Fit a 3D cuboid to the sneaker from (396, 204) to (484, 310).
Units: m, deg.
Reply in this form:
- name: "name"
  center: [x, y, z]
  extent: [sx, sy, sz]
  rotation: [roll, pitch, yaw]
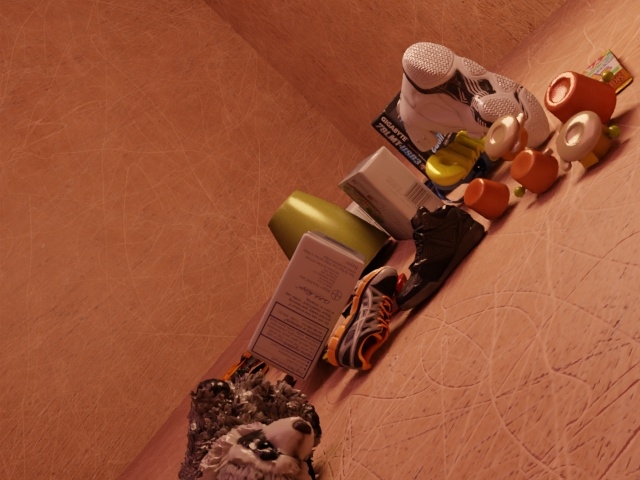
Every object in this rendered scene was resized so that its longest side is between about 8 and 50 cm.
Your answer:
- name: "sneaker"
  center: [0.196, 0.021, 1.236]
  extent: [0.227, 0.130, 0.087]
  rotation: [-50, 4, -5]

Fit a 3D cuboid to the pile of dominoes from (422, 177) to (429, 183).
- name: "pile of dominoes"
  center: [0.393, -0.243, 2.162]
  extent: [0.196, 0.040, 0.251]
  rotation: [-45, 6, 23]

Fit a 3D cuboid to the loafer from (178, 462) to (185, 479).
- name: "loafer"
  center: [-0.231, 0.464, 1.482]
  extent: [0.268, 0.102, 0.092]
  rotation: [-45, 11, 25]

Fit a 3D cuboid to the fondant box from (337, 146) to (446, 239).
- name: "fondant box"
  center: [0.186, -0.115, 1.741]
  extent: [0.096, 0.238, 0.330]
  rotation: [-48, 5, -7]

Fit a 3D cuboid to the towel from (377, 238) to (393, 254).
- name: "towel"
  center: [0.190, 0.021, 1.958]
  extent: [0.060, 0.009, 0.083]
  rotation: [-48, 4, -7]

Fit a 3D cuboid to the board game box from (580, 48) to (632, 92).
- name: "board game box"
  center: [0.570, -0.322, 1.346]
  extent: [0.124, 0.039, 0.259]
  rotation: [-45, 8, 29]

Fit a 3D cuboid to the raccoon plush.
- name: "raccoon plush"
  center: [-0.113, 0.410, 0.926]
  extent: [0.299, 0.216, 0.446]
  rotation: [-99, 22, -67]

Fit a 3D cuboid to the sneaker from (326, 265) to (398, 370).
- name: "sneaker"
  center: [0.098, 0.149, 1.216]
  extent: [0.083, 0.084, 0.215]
  rotation: [18, 75, 41]

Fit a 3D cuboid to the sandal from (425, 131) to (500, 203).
- name: "sandal"
  center: [0.374, -0.201, 1.598]
  extent: [0.317, 0.126, 0.138]
  rotation: [-37, -40, -23]

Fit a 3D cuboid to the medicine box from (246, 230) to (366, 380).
- name: "medicine box"
  center: [-0.022, 0.137, 1.481]
  extent: [0.289, 0.149, 0.263]
  rotation: [-63, -4, 3]

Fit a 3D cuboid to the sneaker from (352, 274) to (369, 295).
- name: "sneaker"
  center: [0.106, 0.123, 1.733]
  extent: [0.083, 0.032, 0.037]
  rotation: [-45, 5, 30]

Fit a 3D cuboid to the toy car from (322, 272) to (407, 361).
- name: "toy car"
  center: [0.095, 0.163, 1.390]
  extent: [0.239, 0.053, 0.225]
  rotation: [-46, 5, -2]

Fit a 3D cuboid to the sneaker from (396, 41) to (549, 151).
- name: "sneaker"
  center: [0.331, -0.283, 1.483]
  extent: [0.137, 0.366, 0.210]
  rotation: [-46, -17, -31]

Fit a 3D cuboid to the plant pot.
- name: "plant pot"
  center: [0.000, 0.000, 1.883]
  extent: [0.275, 0.293, 0.275]
  rotation: [-51, -2, -3]

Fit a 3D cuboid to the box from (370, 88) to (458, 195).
- name: "box"
  center: [0.314, -0.309, 1.886]
  extent: [0.073, 0.293, 0.295]
  rotation: [-45, 5, 40]

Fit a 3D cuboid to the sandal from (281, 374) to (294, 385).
- name: "sandal"
  center: [-0.155, 0.399, 1.587]
  extent: [0.219, 0.060, 0.090]
  rotation: [-46, 5, 11]

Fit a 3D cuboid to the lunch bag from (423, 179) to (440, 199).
- name: "lunch bag"
  center: [0.308, -0.133, 1.856]
  extent: [0.098, 0.065, 0.067]
  rotation: [-49, 5, -27]

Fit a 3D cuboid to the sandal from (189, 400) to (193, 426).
- name: "sandal"
  center: [-0.312, 0.524, 1.808]
  extent: [0.303, 0.086, 0.120]
  rotation: [180, 95, -67]

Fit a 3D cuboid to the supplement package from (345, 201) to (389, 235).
- name: "supplement package"
  center: [0.196, -0.108, 2.113]
  extent: [0.203, 0.149, 0.194]
  rotation: [-47, 5, -5]

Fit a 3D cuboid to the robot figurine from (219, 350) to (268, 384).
- name: "robot figurine"
  center: [-0.260, 0.439, 2.023]
  extent: [0.291, 0.085, 0.211]
  rotation: [-48, 5, 0]

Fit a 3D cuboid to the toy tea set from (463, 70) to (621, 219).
- name: "toy tea set"
  center: [0.406, -0.156, 1.175]
  extent: [0.336, 0.124, 0.200]
  rotation: [-35, 42, 52]
